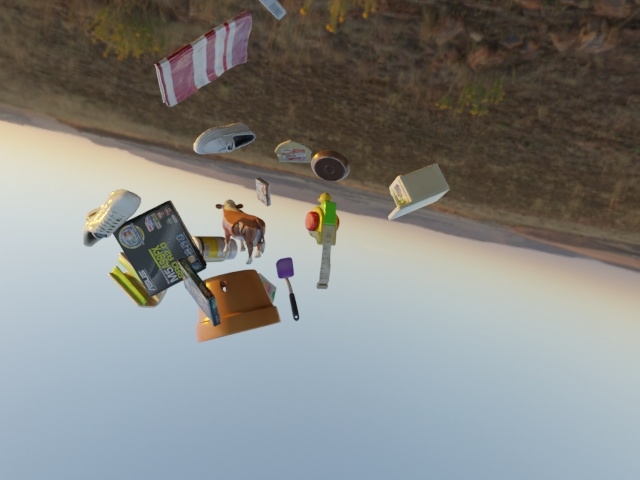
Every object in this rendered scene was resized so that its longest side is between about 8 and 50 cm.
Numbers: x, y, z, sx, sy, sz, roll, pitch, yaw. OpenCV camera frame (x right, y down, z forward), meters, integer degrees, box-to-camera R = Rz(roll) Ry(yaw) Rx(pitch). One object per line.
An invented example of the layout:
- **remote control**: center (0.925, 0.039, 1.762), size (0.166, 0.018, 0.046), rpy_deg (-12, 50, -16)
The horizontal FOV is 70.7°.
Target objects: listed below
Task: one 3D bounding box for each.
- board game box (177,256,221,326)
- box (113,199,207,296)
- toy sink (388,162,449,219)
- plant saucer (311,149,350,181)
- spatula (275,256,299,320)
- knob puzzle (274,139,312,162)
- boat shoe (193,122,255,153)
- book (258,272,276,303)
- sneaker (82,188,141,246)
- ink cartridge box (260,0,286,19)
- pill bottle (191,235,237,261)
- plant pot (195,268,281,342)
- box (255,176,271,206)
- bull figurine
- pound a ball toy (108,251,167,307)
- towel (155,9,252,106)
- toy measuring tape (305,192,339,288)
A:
- **board game box**: center (-0.350, 0.148, 1.303), size (0.026, 0.126, 0.186), rpy_deg (-28, -128, -27)
- **box**: center (-0.552, 0.026, 1.559), size (0.216, 0.270, 0.060), rpy_deg (-27, -168, -7)
- **toy sink**: center (0.367, -0.198, 1.815), size (0.234, 0.131, 0.153), rpy_deg (-23, 170, -10)
- **plant saucer**: center (0.040, -0.305, 1.898), size (0.168, 0.029, 0.168), rpy_deg (8, 142, 6)
- **spatula**: center (-0.141, 0.224, 2.072), size (0.084, 0.296, 0.030), rpy_deg (-9, 164, -19)
- **knob puzzle**: center (-0.138, -0.463, 2.310), size (0.213, 0.030, 0.213), rpy_deg (3, 159, 1)
- **boat shoe**: center (-0.256, -0.269, 1.229), size (0.063, 0.066, 0.184), rpy_deg (37, -140, 22)
- **book**: center (-0.273, 0.236, 2.184), size (0.035, 0.096, 0.144), rpy_deg (-17, 136, 30)
- **sneaker**: center (-0.591, -0.061, 1.276), size (0.235, 0.094, 0.090), rpy_deg (-30, 132, 31)
- **ink cartridge box**: center (-0.237, -0.904, 1.561), size (0.224, 0.045, 0.223), rpy_deg (60, -161, 21)
- **pill bottle**: center (-0.482, 0.039, 2.009), size (0.119, 0.119, 0.208), rpy_deg (19, -168, 41)
- **plant pot**: center (-0.300, 0.221, 1.567), size (0.291, 0.203, 0.291), rpy_deg (-14, 172, -2)
- **box**: center (-0.308, -0.262, 2.437), size (0.027, 0.137, 0.094), rpy_deg (-29, -131, -31)
- **bull figurine**: center (-0.290, -0.038, 1.628), size (0.101, 0.188, 0.310), rpy_deg (-10, -161, -31)
- **pound a ball toy**: center (-0.788, 0.157, 2.047), size (0.319, 0.208, 0.136), rpy_deg (34, -172, 27)
- **towel**: center (-0.352, -0.555, 1.395), size (0.037, 0.329, 0.237), rpy_deg (50, 163, 1)
- **toy measuring tape**: center (0.000, 0.000, 1.568), size (0.121, 0.330, 0.121), rpy_deg (5, 179, 0)
